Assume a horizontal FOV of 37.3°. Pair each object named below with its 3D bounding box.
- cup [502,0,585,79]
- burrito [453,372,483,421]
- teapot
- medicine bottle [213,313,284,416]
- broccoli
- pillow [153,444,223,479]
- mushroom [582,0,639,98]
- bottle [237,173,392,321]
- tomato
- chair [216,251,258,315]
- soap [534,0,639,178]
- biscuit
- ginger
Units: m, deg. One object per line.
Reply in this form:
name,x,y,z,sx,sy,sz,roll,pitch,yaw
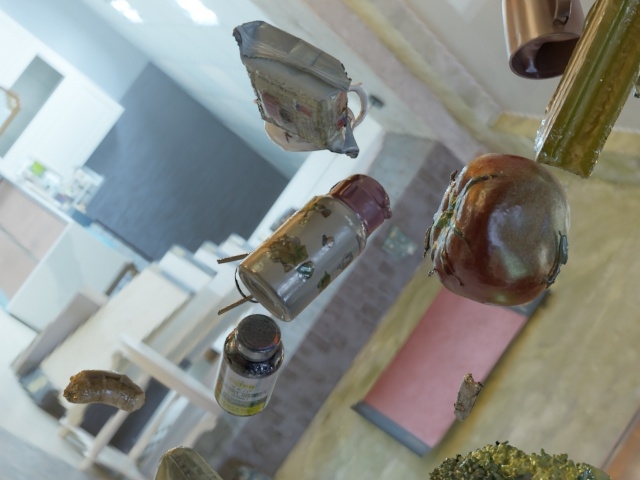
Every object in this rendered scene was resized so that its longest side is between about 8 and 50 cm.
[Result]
cup,0.527,-0.527,2.210,0.191,0.200,0.253,-3,-22,-2
burrito,0.342,0.367,2.217,0.051,0.042,0.171,57,-20,31
teapot,-0.012,-0.289,2.219,0.208,0.300,0.166,-6,-75,57
medicine bottle,-0.162,0.284,2.181,0.141,0.141,0.293,34,-37,11
broccoli,0.312,0.401,1.258,0.375,0.302,0.249,36,-23,29
pillow,-0.198,0.501,1.526,0.255,0.120,0.322,49,-43,26
mushroom,0.708,-0.418,1.903,0.352,0.260,0.352,-4,16,1
bottle,0.000,0.000,1.438,0.120,0.253,0.120,41,-19,17
tomato,0.352,-0.013,1.852,0.239,0.303,0.303,18,-5,-9
chair,-0.088,0.059,1.639,0.095,0.104,0.221,7,-20,-38
soap,0.422,-0.261,1.414,0.091,0.315,0.199,23,20,6
biscuit,-0.025,-0.211,1.368,0.186,0.079,0.309,30,-11,8
ginger,-0.459,0.320,2.030,0.190,0.095,0.069,11,-30,-35
